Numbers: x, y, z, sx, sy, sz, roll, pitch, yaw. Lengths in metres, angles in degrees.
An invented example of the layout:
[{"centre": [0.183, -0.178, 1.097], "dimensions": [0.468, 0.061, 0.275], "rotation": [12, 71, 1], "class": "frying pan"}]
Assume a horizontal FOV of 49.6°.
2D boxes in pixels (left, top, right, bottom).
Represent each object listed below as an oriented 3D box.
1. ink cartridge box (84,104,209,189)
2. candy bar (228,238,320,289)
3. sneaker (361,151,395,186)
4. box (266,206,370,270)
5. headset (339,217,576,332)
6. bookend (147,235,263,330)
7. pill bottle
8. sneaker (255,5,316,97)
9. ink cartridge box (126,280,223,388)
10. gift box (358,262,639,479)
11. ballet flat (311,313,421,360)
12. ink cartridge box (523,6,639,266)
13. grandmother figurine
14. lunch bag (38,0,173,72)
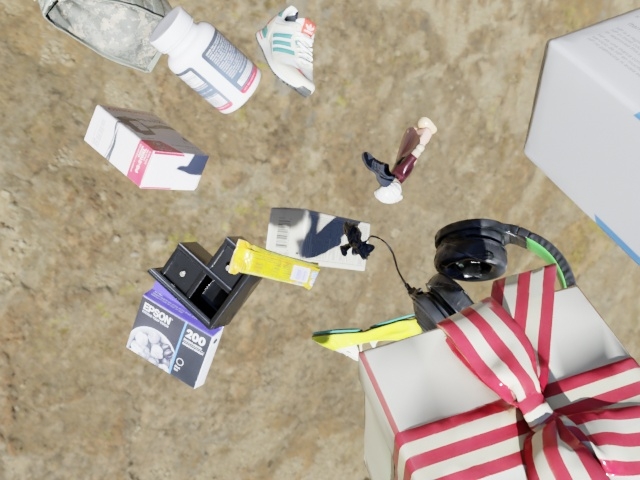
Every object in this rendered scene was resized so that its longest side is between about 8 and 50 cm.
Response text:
[{"centre": [-0.411, -0.219, 1.633], "dimensions": [0.172, 0.237, 0.100], "rotation": [-3, 124, -54], "class": "ink cartridge box"}, {"centre": [-0.051, 0.033, 0.842], "dimensions": [0.162, 0.018, 0.040], "rotation": [18, 90, -54], "class": "candy bar"}, {"centre": [0.116, -0.146, 1.356], "dimensions": [0.037, 0.083, 0.032], "rotation": [-41, 177, 41], "class": "sneaker"}, {"centre": [0.000, 0.000, 1.888], "dimensions": [0.311, 0.121, 0.147], "rotation": [12, 84, -54], "class": "box"}, {"centre": [0.228, 0.060, 1.172], "dimensions": [0.243, 0.395, 0.185], "rotation": [-64, 154, -16], "class": "headset"}, {"centre": [-0.185, 0.042, 1.190], "dimensions": [0.157, 0.156, 0.072], "rotation": [-52, 166, 13], "class": "bookend"}, {"centre": [-0.202, -0.317, 1.209], "dimensions": [0.180, 0.108, 0.108], "rotation": [39, 80, -34], "class": "pill bottle"}, {"centre": [-0.035, -0.267, 0.954], "dimensions": [0.075, 0.161, 0.057], "rotation": [-44, 137, 20], "class": "sneaker"}, {"centre": [-0.333, 0.207, 1.604], "dimensions": [0.045, 0.206, 0.208], "rotation": [-26, 141, -65], "class": "ink cartridge box"}, {"centre": [0.190, 0.193, 0.636], "dimensions": [0.277, 0.255, 0.258], "rotation": [-20, 140, -13], "class": "gift box"}, {"centre": [0.098, 0.208, 1.437], "dimensions": [0.077, 0.231, 0.077], "rotation": [57, 22, -83], "class": "ballet flat"}, {"centre": [0.365, -0.103, 0.566], "dimensions": [0.308, 0.223, 0.129], "rotation": [-22, 142, -14], "class": "ink cartridge box"}, {"centre": [0.275, -0.251, 2.312], "dimensions": [0.342, 0.104, 0.207], "rotation": [-58, 172, -32], "class": "grandmother figurine"}, {"centre": [-0.470, -0.518, 1.447], "dimensions": [0.287, 0.235, 0.169], "rotation": [10, 133, -49], "class": "lunch bag"}]
